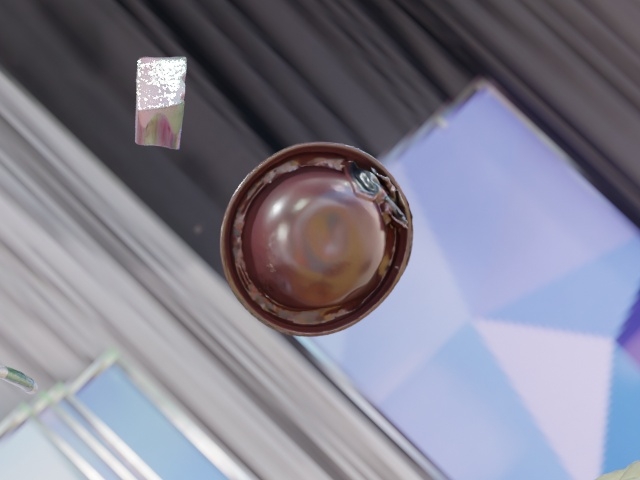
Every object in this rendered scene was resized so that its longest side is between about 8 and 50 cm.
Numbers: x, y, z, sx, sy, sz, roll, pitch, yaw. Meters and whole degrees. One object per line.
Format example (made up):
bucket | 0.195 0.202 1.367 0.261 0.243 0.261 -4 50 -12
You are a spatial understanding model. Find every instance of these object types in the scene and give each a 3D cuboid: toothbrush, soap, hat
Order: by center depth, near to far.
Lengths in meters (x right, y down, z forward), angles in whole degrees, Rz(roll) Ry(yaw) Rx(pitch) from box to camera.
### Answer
toothbrush | -0.293 0.123 1.703 0.024 0.018 0.257 -54 -8 -7
hat | 0.000 0.000 1.846 0.205 0.205 0.089 -46 12 -6
soap | -0.184 -0.158 2.104 0.149 0.056 0.100 108 163 -69

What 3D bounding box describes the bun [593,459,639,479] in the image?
bun | 0.288 0.296 1.451 0.204 0.282 0.281 10 -44 -33
